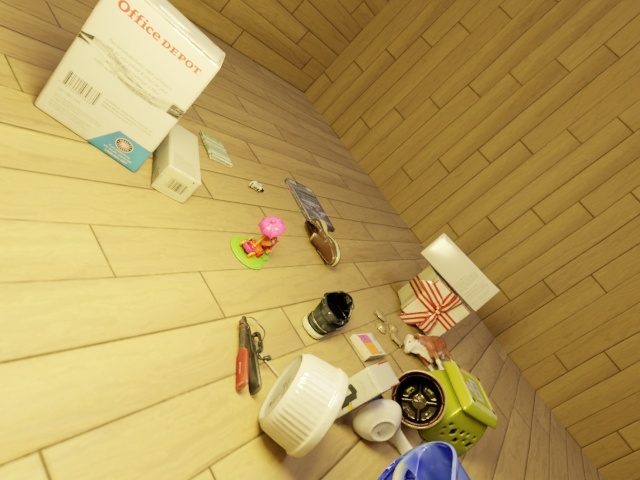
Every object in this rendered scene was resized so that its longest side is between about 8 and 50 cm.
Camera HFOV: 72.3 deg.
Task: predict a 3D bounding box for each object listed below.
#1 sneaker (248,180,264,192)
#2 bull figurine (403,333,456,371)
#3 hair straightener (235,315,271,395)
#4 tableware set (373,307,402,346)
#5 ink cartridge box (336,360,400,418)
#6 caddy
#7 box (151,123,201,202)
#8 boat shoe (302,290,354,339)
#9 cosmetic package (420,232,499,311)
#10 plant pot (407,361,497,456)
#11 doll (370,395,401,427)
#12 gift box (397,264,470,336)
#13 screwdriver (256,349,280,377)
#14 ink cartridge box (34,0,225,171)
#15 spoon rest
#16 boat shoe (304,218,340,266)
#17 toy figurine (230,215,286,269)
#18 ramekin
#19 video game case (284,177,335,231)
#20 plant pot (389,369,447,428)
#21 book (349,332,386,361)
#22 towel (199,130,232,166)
[{"bbox_3d":[-0.250,-0.211,1.734,0.037,0.032,0.083,56,23,19],"label":"sneaker"},{"bbox_3d":[0.465,0.473,1.852,0.310,0.101,0.188,8,50,-52],"label":"bull figurine"},{"bbox_3d":[-0.165,0.271,1.060,0.089,0.047,0.230,35,20,-32],"label":"hair straightener"},{"bbox_3d":[0.277,0.356,1.797,0.169,0.020,0.141,43,19,-11],"label":"tableware set"},{"bbox_3d":[0.104,0.399,1.166,0.127,0.175,0.072,10,46,-58],"label":"ink cartridge box"},{"bbox_3d":[0.215,0.589,0.967,0.179,0.241,0.341,56,21,3],"label":"caddy"},{"bbox_3d":[-0.440,-0.246,1.338,0.113,0.094,0.275,32,26,-37],"label":"box"},{"bbox_3d":[0.056,0.223,1.464,0.127,0.113,0.340,53,21,13],"label":"boat shoe"},{"bbox_3d":[0.665,0.147,2.107,0.365,0.155,0.197,48,9,15],"label":"cosmetic package"},{"bbox_3d":[0.461,0.571,1.523,0.227,0.207,0.228,36,23,-27],"label":"plant pot"},{"bbox_3d":[0.178,0.494,1.322,0.189,0.046,0.129,57,12,4],"label":"doll"},{"bbox_3d":[0.506,0.290,2.066,0.276,0.255,0.258,41,13,-9],"label":"gift box"},{"bbox_3d":[-0.104,0.332,1.086,0.170,0.025,0.024,51,21,6],"label":"screwdriver"},{"bbox_3d":[-0.483,-0.425,1.143,0.285,0.395,0.166,38,24,-27],"label":"ink cartridge box"},{"bbox_3d":[0.189,0.530,1.203,0.276,0.137,0.084,55,3,-24],"label":"spoon rest"},{"bbox_3d":[-0.004,0.006,1.782,0.095,0.095,0.257,14,31,-34],"label":"boat shoe"},{"bbox_3d":[-0.166,-0.008,1.367,0.130,0.159,0.173,55,21,17],"label":"toy figurine"},{"bbox_3d":[-0.043,0.344,0.945,0.109,0.207,0.207,37,22,-5],"label":"ramekin"},{"bbox_3d":[-0.050,-0.167,2.063,0.196,0.026,0.274,18,37,-53],"label":"video game case"},{"bbox_3d":[0.310,0.504,1.380,0.167,0.167,0.165,60,0,27],"label":"plant pot"},{"bbox_3d":[0.168,0.371,1.542,0.144,0.035,0.096,15,35,-56],"label":"book"},{"bbox_3d":[-0.406,-0.351,1.697,0.113,0.023,0.152,24,29,-51],"label":"towel"}]
